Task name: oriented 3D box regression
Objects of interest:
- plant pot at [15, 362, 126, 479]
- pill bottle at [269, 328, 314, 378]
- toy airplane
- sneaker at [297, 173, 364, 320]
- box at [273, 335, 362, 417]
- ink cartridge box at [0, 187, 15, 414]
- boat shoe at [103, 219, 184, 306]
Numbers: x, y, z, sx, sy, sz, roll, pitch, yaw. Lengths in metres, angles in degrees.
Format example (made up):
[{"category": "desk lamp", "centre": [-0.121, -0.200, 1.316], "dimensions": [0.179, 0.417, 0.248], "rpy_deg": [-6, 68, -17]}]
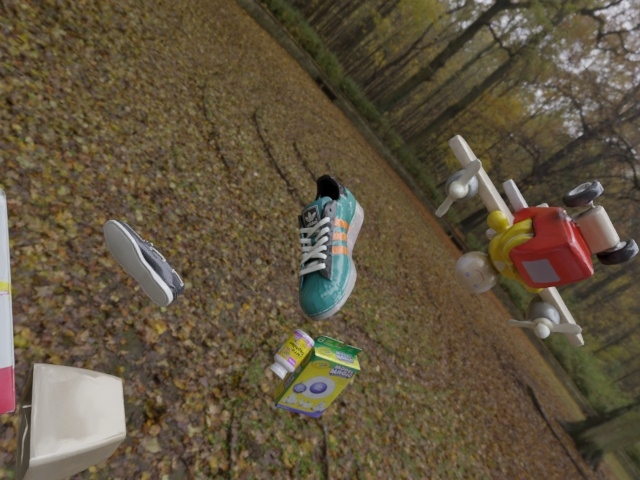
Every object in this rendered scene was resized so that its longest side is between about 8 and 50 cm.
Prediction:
[{"category": "plant pot", "centre": [-0.288, 0.213, 0.499], "dimensions": [0.096, 0.109, 0.109], "rpy_deg": [9, 45, -39]}, {"category": "pill bottle", "centre": [-0.051, 0.199, 0.747], "dimensions": [0.043, 0.083, 0.043], "rpy_deg": [34, -22, 15]}, {"category": "toy airplane", "centre": [0.395, 0.007, 0.882], "dimensions": [0.384, 0.272, 0.386], "rpy_deg": [46, 15, -48]}, {"category": "sneaker", "centre": [0.000, 0.000, 0.785], "dimensions": [0.121, 0.108, 0.302], "rpy_deg": [49, 36, -31]}, {"category": "box", "centre": [-0.002, 0.264, 0.829], "dimensions": [0.105, 0.179, 0.043], "rpy_deg": [24, 23, -22]}, {"category": "ink cartridge box", "centre": [-0.321, 0.043, 0.335], "dimensions": [0.128, 0.176, 0.127], "rpy_deg": [-2, 11, -38]}, {"category": "boat shoe", "centre": [-0.219, 0.024, 0.537], "dimensions": [0.125, 0.046, 0.038], "rpy_deg": [51, 33, -4]}]
